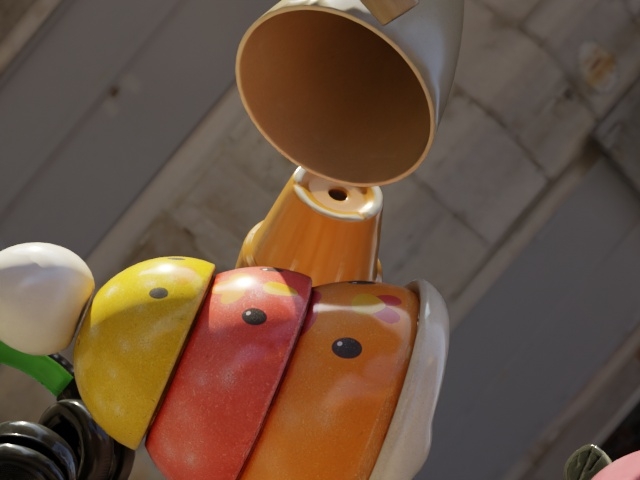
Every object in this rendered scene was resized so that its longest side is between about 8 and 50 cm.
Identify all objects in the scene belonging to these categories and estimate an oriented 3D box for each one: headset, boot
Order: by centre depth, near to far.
[{"bbox_3d":[-0.333,0.286,1.600,0.394,0.185,0.243,48,28,12],"label":"headset"},{"bbox_3d":[0.404,0.378,1.663,0.179,0.085,0.236,35,25,-33],"label":"boot"}]

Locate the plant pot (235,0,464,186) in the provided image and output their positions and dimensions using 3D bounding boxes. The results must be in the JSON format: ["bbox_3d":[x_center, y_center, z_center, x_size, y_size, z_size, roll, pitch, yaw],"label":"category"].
[{"bbox_3d":[0.069,-0.250,1.648,0.257,0.274,0.256,17,-43,17],"label":"plant pot"}]

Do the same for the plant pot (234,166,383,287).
[{"bbox_3d":[0.000,0.000,1.837,0.205,0.188,0.205,11,41,-9],"label":"plant pot"}]

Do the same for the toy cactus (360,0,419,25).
[{"bbox_3d":[0.011,-0.246,1.015,0.180,0.219,0.112,58,4,-4],"label":"toy cactus"}]

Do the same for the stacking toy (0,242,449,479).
[{"bbox_3d":[-0.134,0.132,1.390,0.480,0.350,0.350,22,5,-6],"label":"stacking toy"}]

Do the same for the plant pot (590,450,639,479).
[{"bbox_3d":[0.254,0.173,0.768,0.201,0.201,0.180,41,46,6],"label":"plant pot"}]
